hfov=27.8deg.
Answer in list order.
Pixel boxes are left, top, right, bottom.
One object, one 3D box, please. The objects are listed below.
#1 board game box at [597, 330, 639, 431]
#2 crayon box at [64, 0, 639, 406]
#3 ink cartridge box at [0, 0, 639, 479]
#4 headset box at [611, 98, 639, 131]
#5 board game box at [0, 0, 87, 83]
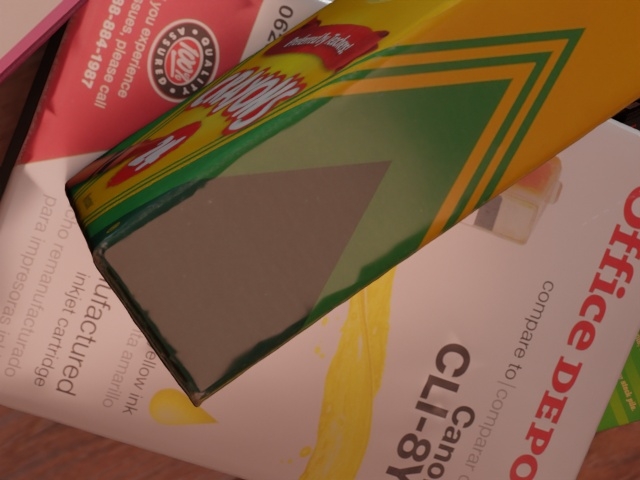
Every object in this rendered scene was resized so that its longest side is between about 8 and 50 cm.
[{"bbox_3d":[0.191,0.084,0.959,0.259,0.039,0.124,-12,109,-7],"label":"board game box"},{"bbox_3d":[0.037,-0.071,0.600,0.318,0.202,0.081,-34,106,-7],"label":"crayon box"},{"bbox_3d":[0.000,0.000,0.794,0.384,0.160,0.279,20,97,-16],"label":"ink cartridge box"},{"bbox_3d":[0.237,-0.058,0.926,0.062,0.032,0.083,-23,111,-7],"label":"headset box"},{"bbox_3d":[-0.222,-0.106,0.641,0.224,0.303,0.097,-42,113,2],"label":"board game box"}]
